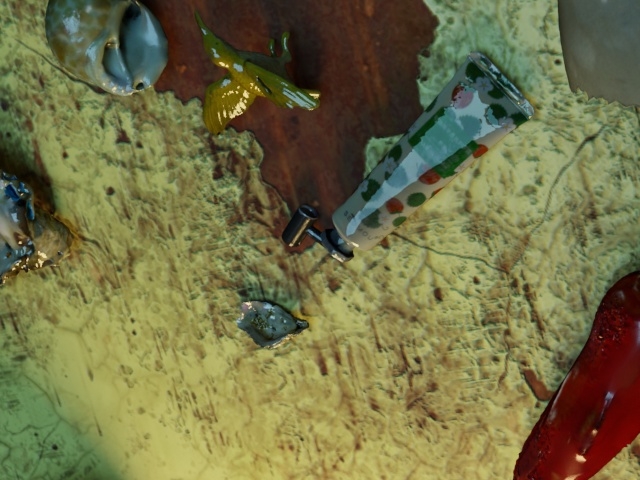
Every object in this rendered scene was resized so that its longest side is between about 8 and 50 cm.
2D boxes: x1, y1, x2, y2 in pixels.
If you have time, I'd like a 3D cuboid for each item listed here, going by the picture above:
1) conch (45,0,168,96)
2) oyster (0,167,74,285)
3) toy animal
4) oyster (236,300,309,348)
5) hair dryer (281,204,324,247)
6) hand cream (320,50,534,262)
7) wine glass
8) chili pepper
[{"bbox_3d":[-0.253,-0.239,1.579,0.173,0.106,0.116,36,95,-10],"label":"conch"},{"bbox_3d":[-0.435,-0.036,1.729,0.214,0.083,0.223,-23,92,26],"label":"oyster"},{"bbox_3d":[-0.075,-0.194,1.520,0.219,0.095,0.155,-22,97,58],"label":"toy animal"},{"bbox_3d":[-0.057,0.102,1.632,0.093,0.034,0.051,25,98,27],"label":"oyster"},{"bbox_3d":[0.000,0.000,1.583,0.083,0.026,0.047,34,118,3],"label":"hair dryer"},{"bbox_3d":[0.105,-0.080,1.495,0.095,0.059,0.276,46,113,3],"label":"hand cream"},{"bbox_3d":[0.336,-0.273,1.238,0.238,0.238,0.323,12,107,20],"label":"wine glass"},{"bbox_3d":[0.307,0.144,1.448,0.110,0.110,0.388,32,119,12],"label":"chili pepper"}]
